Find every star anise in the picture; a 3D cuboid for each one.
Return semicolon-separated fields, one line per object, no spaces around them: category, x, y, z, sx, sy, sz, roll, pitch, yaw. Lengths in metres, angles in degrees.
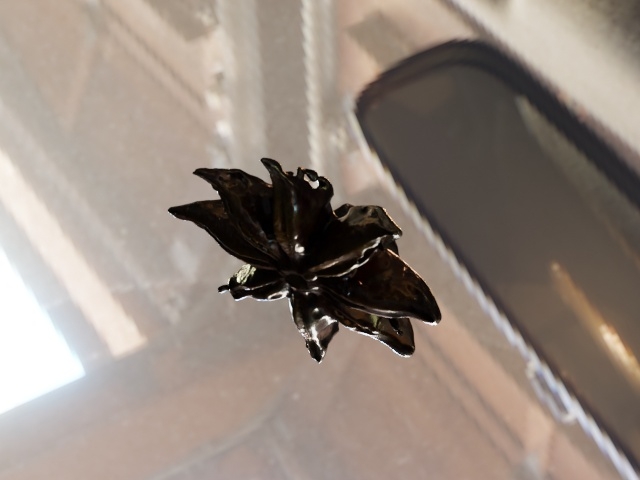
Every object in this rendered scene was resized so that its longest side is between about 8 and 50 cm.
star anise;0.000;0.000;1.384;0.272;0.102;0.272;23;-33;16
